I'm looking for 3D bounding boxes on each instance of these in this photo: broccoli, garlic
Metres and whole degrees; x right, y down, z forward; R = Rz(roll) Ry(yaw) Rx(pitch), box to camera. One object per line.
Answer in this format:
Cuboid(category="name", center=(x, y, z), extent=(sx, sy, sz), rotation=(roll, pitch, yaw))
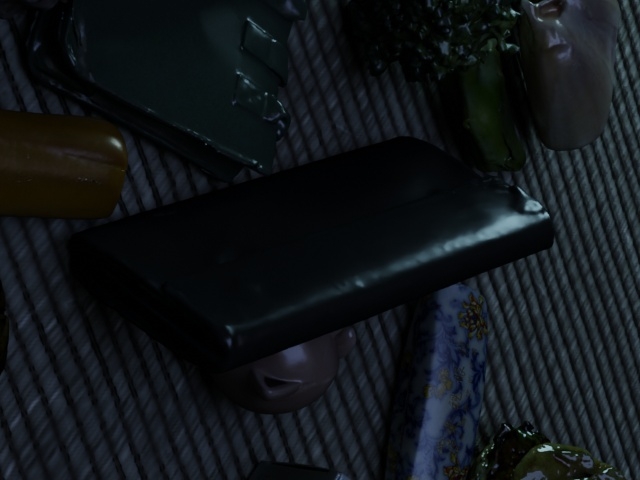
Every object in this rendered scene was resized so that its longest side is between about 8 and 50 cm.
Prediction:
Cuboid(category="broccoli", center=(0.134, -0.205, 1.575), extent=(0.275, 0.177, 0.198), rotation=(58, 13, -53))
Cuboid(category="garlic", center=(0.262, -0.204, 1.603), extent=(0.228, 0.110, 0.217), rotation=(-22, 108, -81))

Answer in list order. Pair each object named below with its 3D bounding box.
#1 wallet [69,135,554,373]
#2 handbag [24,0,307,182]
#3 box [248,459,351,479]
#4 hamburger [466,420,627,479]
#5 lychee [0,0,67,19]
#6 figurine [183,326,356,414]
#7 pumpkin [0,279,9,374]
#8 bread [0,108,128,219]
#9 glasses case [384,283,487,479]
Cuboid(category="wallet", center=(0.000, -0.001, 1.373), extent=(0.406, 0.228, 0.062), rotation=(-20, 125, -38))
Cuboid(category="handbag", center=(-0.122, -0.209, 1.381), extent=(0.260, 0.079, 0.247), rotation=(28, 67, -36))
Cuboid(category="box", center=(0.047, 0.312, 1.432), extent=(0.269, 0.135, 0.079), rotation=(43, 65, -27))
Cuboid(category="hamburger", center=(0.232, 0.305, 1.600), extent=(0.206, 0.130, 0.183), rotation=(29, 66, -13))
Cuboid(category="lychee", center=(-0.242, -0.310, 1.161), extent=(0.300, 0.300, 0.300), rotation=(4, 83, -38))
Cuboid(category="figurine", center=(-0.044, 0.098, 1.384), extent=(0.138, 0.125, 0.125), rotation=(-16, 96, -45))
Cuboid(category="pumpkin", center=(-0.337, 0.074, 1.122), extent=(0.238, 0.159, 0.238), rotation=(-9, 102, -44))
Cuboid(category="bread", center=(-0.263, -0.067, 1.260), extent=(0.239, 0.074, 0.093), rotation=(1, 80, -39))
Cuboid(category="glasses case", center=(0.119, 0.166, 1.544), extent=(0.087, 0.065, 0.248), rotation=(20, 72, -38))
